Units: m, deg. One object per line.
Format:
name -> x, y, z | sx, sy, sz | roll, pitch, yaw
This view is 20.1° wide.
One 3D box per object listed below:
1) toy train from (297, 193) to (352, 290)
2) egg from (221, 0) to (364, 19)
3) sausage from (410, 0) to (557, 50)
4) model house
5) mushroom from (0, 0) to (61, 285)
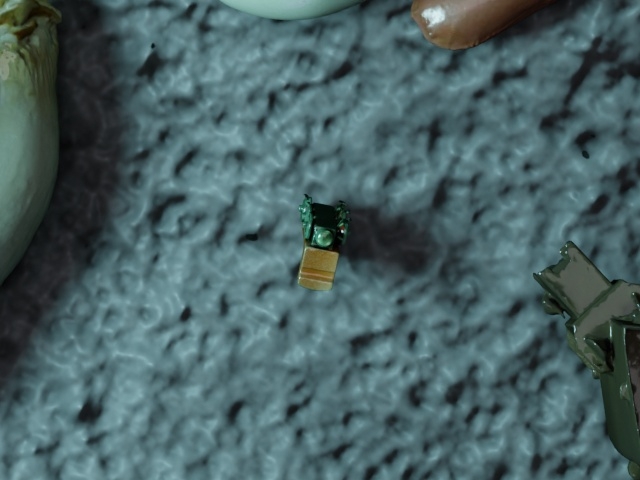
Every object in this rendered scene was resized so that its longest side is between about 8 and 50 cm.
toy train -> 0.000, 0.000, 1.583 | 0.044, 0.103, 0.064 | 9, 106, -5
egg -> -0.006, -0.269, 1.552 | 0.209, 0.151, 0.151 | -24, 89, 3
sausage -> 0.171, -0.231, 1.585 | 0.194, 0.077, 0.077 | -30, 89, 3
model house -> 0.295, 0.084, 1.514 | 0.204, 0.211, 0.243 | -44, 89, 1
mushroom -> -0.329, -0.031, 1.584 | 0.177, 0.126, 0.397 | 35, 90, 24
